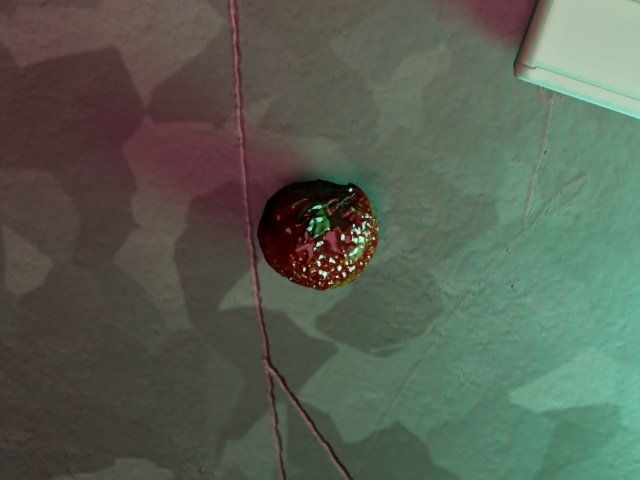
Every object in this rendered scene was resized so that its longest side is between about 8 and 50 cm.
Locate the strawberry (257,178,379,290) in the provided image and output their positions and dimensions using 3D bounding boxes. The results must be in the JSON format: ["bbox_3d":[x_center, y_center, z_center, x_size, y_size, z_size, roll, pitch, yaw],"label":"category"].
[{"bbox_3d":[0.000,0.000,1.453,0.106,0.106,0.106,2,106,8],"label":"strawberry"}]

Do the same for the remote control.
[{"bbox_3d":[0.298,-0.136,1.389,0.277,0.055,0.103,18,108,0],"label":"remote control"}]
